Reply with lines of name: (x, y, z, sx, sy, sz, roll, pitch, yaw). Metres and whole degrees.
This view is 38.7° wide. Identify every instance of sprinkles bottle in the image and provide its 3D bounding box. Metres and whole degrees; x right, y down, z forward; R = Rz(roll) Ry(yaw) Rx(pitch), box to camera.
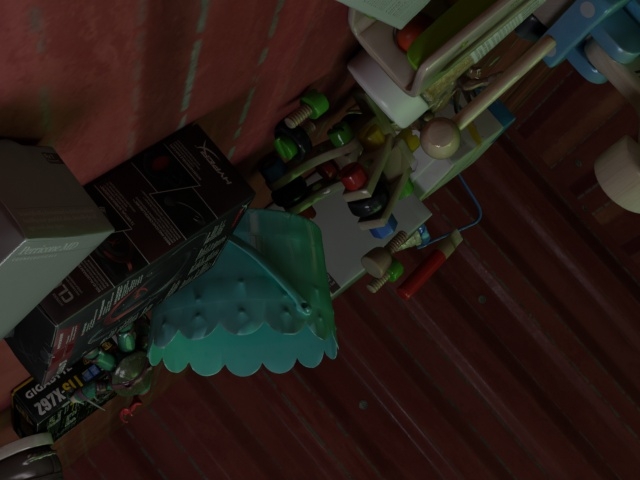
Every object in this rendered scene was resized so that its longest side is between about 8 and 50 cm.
sprinkles bottle: (0.203, -0.309, 1.214, 0.355, 0.121, 0.121, -41, 174, 9)

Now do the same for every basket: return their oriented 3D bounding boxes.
basket: (0.208, -0.094, 2.162, 0.289, 0.254, 0.201, -30, 180, -5)

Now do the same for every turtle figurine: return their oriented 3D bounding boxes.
turtle figurine: (-0.316, 0.185, 1.431, 0.175, 0.118, 0.234, -55, 155, -29)

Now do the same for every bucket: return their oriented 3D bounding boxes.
bucket: (-0.113, 0.079, 1.300, 0.281, 0.183, 0.281, -3, 160, -1)

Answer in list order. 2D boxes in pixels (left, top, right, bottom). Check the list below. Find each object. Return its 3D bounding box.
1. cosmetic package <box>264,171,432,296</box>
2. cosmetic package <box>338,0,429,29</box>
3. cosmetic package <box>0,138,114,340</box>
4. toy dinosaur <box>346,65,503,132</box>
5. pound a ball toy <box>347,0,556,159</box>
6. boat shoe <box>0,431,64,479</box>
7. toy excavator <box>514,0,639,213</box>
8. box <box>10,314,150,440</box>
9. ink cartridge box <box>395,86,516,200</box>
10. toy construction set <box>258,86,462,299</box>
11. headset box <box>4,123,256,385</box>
cosmetic package: (0.000, 0.000, 1.772, 0.385, 0.217, 0.156, -40, 174, -20)
cosmetic package: (0.028, -0.238, 0.695, 0.085, 0.117, 0.231, -44, 172, 19)
cosmetic package: (-0.296, 0.032, 0.729, 0.238, 0.107, 0.127, -39, 172, 19)
toy dinosaur: (0.185, -0.251, 1.560, 0.296, 0.127, 0.200, -34, 180, -7)
pound a ball toy: (0.183, -0.256, 1.061, 0.319, 0.208, 0.136, -40, 174, -6)
boat shoe: (-0.585, 0.426, 1.509, 0.324, 0.096, 0.116, -24, 167, -4)
toy excavator: (0.510, -0.313, 1.518, 0.433, 0.445, 0.222, -36, 172, -34)
box: (-0.432, 0.260, 1.657, 0.257, 0.079, 0.322, -39, 174, -27)
ink cartridge box: (0.238, -0.216, 1.854, 0.233, 0.168, 0.171, -36, 172, -37)
toy construction set: (0.092, -0.097, 1.349, 0.237, 0.309, 0.257, -43, -177, -24)
headset box: (-0.236, 0.027, 1.005, 0.293, 0.110, 0.218, -37, 173, -30)
